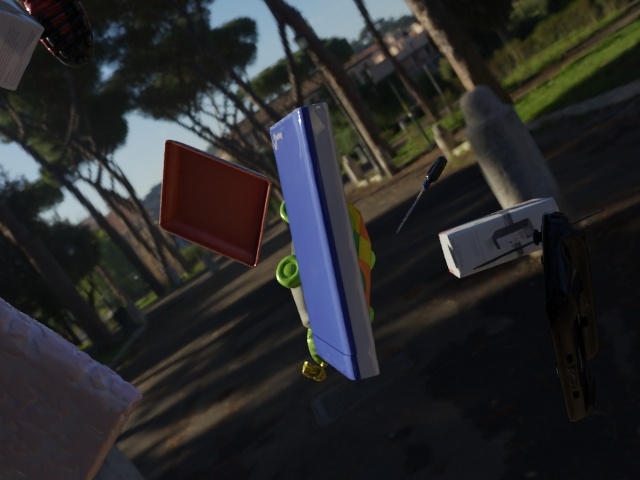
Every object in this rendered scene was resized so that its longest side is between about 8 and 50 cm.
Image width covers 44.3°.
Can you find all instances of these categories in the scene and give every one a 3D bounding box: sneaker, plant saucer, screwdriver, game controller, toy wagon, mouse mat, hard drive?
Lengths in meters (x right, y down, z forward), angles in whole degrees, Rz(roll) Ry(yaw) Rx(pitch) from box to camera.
[{"bbox_3d":[-0.509,-0.431,1.445,0.097,0.276,0.135,-37,3,-17],"label":"sneaker"},{"bbox_3d":[-0.234,-0.089,1.772,0.048,0.258,0.259,-57,-15,-49],"label":"plant saucer"},{"bbox_3d":[0.184,-0.084,1.434,0.170,0.024,0.025,-58,11,-15],"label":"screwdriver"},{"bbox_3d":[0.323,0.109,1.034,0.067,0.319,0.167,2,54,26],"label":"game controller"},{"bbox_3d":[0.020,0.080,1.413,0.068,0.267,0.345,-12,62,28],"label":"toy wagon"},{"bbox_3d":[0.354,0.000,1.284,0.189,0.007,0.152,-23,-7,-19],"label":"mouse mat"},{"bbox_3d":[0.000,0.000,0.997,0.040,0.319,0.210,-12,4,-12],"label":"hard drive"}]

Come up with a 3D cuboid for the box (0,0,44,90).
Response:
[{"bbox_3d":[-0.449,-0.277,1.059,0.087,0.102,0.101,9,-62,-54],"label":"box"}]

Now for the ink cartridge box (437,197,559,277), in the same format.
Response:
[{"bbox_3d":[0.353,-0.008,1.542,0.217,0.092,0.158,-18,1,3],"label":"ink cartridge box"}]

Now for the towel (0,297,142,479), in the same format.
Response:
[{"bbox_3d":[-0.415,0.200,0.995,0.317,0.331,0.053,-58,0,34],"label":"towel"}]
